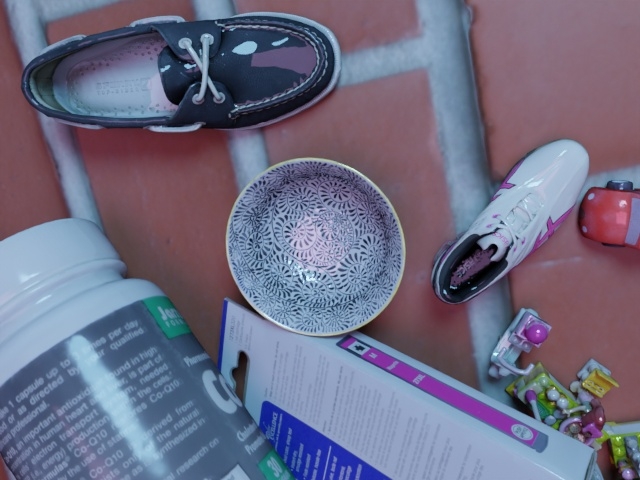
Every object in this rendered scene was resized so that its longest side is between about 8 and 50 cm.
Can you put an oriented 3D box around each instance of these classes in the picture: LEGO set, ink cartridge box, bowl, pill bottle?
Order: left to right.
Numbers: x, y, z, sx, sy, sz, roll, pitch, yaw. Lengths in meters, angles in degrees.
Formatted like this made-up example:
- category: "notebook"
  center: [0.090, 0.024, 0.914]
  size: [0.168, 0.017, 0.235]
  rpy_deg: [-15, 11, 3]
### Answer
- category: "pill bottle"
  center: [-0.199, 0.169, 0.558]
  size: [0.204, 0.204, 0.361]
  rpy_deg: [-40, 82, 18]
- category: "bowl"
  center: [0.000, 0.000, 0.555]
  size: [0.170, 0.080, 0.170]
  rpy_deg: [3, 104, 11]
- category: "ink cartridge box"
  center: [0.050, 0.193, 0.557]
  size: [0.370, 0.069, 0.176]
  rpy_deg: [22, 117, 27]
- category: "LEGO set"
  center: [0.292, 0.181, 0.524]
  size: [0.286, 0.107, 0.132]
  rpy_deg: [23, 108, 6]

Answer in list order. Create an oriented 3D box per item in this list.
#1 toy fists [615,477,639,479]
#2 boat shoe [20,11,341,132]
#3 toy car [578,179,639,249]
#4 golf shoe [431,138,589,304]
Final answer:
- category: "toy fists"
  center: [0.351, 0.363, 0.565]
  size: [0.142, 0.096, 0.279]
  rpy_deg: [-14, 100, 15]
- category: "boat shoe"
  center: [-0.133, -0.153, 0.539]
  size: [0.302, 0.091, 0.115]
  rpy_deg: [-7, 102, 14]
- category: "toy car"
  center: [0.382, -0.034, 0.479]
  size: [0.239, 0.053, 0.225]
  rpy_deg: [34, 108, 2]
- category: "golf shoe"
  center: [0.175, -0.010, 0.513]
  size: [0.067, 0.086, 0.186]
  rpy_deg: [39, 107, 2]
